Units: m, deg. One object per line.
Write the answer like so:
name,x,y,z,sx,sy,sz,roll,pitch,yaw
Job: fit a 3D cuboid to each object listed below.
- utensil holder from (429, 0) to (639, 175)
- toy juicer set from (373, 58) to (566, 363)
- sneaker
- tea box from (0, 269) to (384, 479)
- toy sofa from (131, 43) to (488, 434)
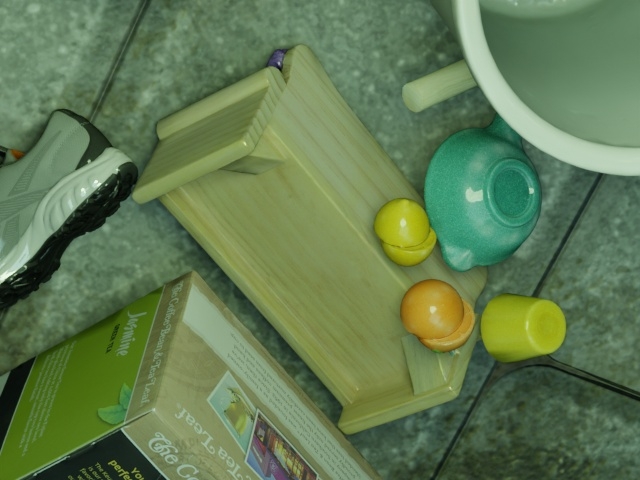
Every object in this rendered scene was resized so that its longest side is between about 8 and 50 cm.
utensil holder,0.236,-0.275,1.705,0.328,0.385,0.327,-3,113,-7
toy juicer set,0.129,-0.044,1.896,0.209,0.089,0.329,-1,87,-34
sneaker,-0.293,-0.015,1.899,0.271,0.100,0.108,-43,78,18
tea box,-0.159,0.265,1.917,0.323,0.220,0.329,-28,117,25
toy sofa,0.000,0.000,1.928,0.150,0.177,0.362,-23,119,34
